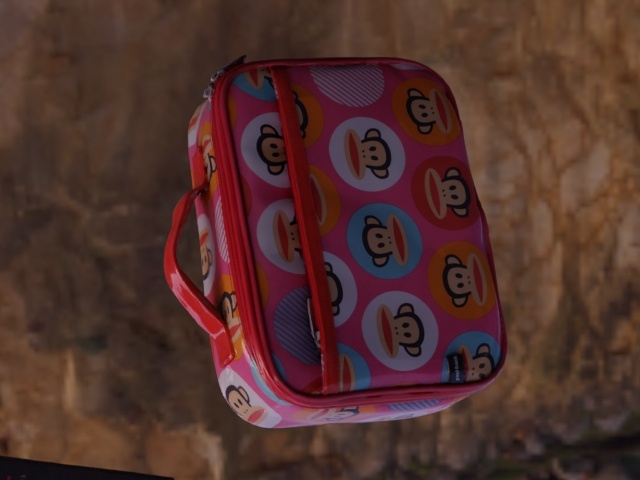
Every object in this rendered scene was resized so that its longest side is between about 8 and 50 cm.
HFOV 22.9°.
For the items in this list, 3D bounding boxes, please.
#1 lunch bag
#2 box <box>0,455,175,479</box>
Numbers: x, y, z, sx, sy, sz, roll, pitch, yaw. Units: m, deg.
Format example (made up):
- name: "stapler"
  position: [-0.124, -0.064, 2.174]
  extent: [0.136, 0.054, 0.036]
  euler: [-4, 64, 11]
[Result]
- name: "lunch bag"
  position: [0.000, 0.000, 1.253]
  extent: [0.258, 0.293, 0.120]
  euler: [-3, 162, -25]
- name: "box"
  position: [-0.263, 0.280, 1.333]
  extent: [0.270, 0.143, 0.165]
  euler: [8, -117, -1]
